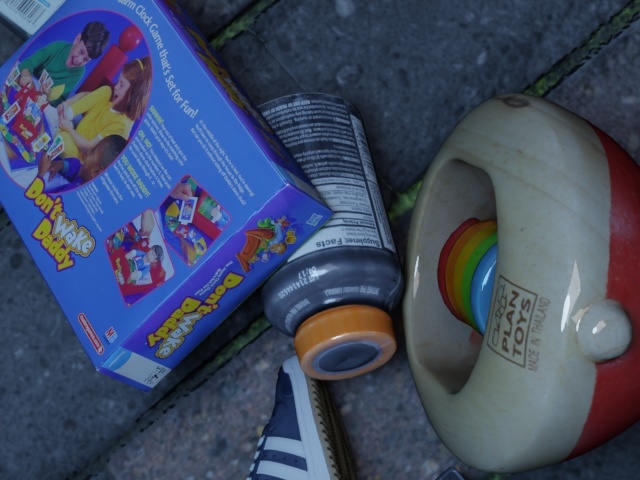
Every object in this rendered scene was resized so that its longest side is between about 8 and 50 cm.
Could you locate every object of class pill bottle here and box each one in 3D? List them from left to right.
[{"bbox_3d":[0.000,0.000,1.594,0.130,0.130,0.246,-15,61,4],"label":"pill bottle"}]

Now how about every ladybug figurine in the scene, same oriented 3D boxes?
[{"bbox_3d":[0.184,0.038,1.451,0.162,0.449,0.305,8,101,-11],"label":"ladybug figurine"}]

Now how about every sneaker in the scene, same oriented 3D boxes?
[{"bbox_3d":[-0.045,0.232,1.552,0.153,0.099,0.282,-22,48,9],"label":"sneaker"}]

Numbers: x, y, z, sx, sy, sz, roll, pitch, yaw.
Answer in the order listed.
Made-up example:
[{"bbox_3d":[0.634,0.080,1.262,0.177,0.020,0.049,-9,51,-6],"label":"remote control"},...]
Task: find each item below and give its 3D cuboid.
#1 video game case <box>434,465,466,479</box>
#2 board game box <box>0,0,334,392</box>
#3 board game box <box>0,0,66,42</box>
[{"bbox_3d":[0.093,0.377,1.530,0.275,0.035,0.248,-40,76,-6],"label":"video game case"},{"bbox_3d":[-0.170,-0.070,1.602,0.233,0.078,0.347,-43,54,11],"label":"board game box"},{"bbox_3d":[-0.256,-0.363,1.765,0.224,0.097,0.303,38,85,14],"label":"board game box"}]
